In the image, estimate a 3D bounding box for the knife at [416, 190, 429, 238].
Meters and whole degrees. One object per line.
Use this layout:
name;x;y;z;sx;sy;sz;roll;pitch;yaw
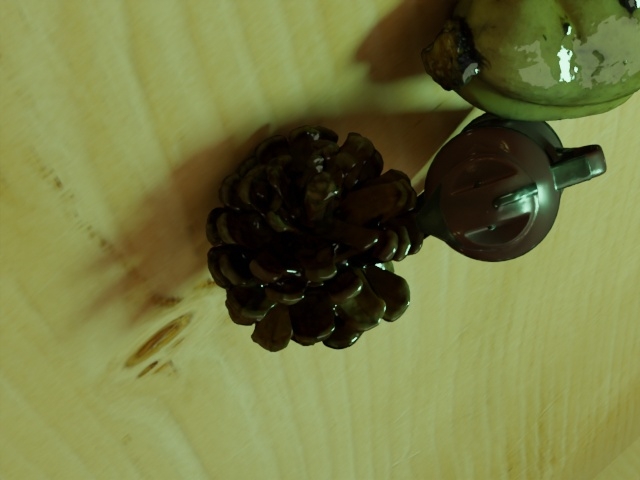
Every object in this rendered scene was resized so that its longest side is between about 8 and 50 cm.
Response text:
knife;0.140;-0.059;1.693;0.230;0.060;0.028;-41;136;-6

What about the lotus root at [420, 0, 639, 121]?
lotus root;0.200;-0.175;1.487;0.257;0.140;0.154;-10;157;-32

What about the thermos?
thermos;0.159;-0.042;1.497;0.330;0.136;0.109;-39;144;-78

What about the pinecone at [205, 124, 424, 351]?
pinecone;-0.002;-0.001;1.428;0.179;0.150;0.195;-38;148;-17
